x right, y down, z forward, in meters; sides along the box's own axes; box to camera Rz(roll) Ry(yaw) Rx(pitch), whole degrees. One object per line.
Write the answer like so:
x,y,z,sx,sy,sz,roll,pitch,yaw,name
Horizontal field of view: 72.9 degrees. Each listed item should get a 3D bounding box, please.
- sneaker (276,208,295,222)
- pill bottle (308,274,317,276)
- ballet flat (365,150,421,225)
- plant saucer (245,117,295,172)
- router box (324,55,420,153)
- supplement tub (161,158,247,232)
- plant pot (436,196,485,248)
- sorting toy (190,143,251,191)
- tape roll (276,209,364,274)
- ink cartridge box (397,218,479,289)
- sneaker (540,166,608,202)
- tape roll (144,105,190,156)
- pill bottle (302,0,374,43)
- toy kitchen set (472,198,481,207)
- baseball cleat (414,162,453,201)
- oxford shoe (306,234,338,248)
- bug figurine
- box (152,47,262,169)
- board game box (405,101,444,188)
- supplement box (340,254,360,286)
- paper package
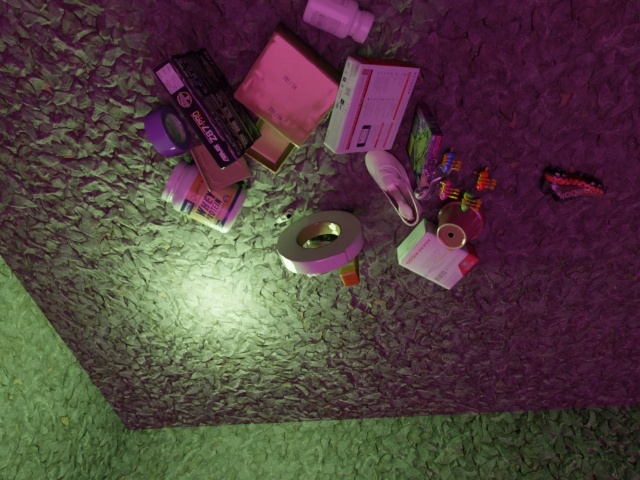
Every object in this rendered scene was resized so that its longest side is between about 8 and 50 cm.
-0.170,-0.111,2.046,0.109,0.044,0.040,-32,119,25,sneaker
-0.013,0.139,2.195,0.120,0.067,0.067,-29,118,22,pill bottle
0.330,-0.223,1.880,0.139,0.139,0.400,-27,119,21,ballet flat
-0.215,-0.410,1.839,0.188,0.045,0.188,32,121,-17,plant saucer
0.190,-0.499,1.624,0.300,0.082,0.336,-12,134,-36,router box
-0.505,-0.195,1.898,0.316,0.228,0.228,27,122,-15,supplement tub
0.601,-0.062,1.902,0.201,0.180,0.202,20,132,24,plant pot
-0.415,-0.324,1.815,0.038,0.208,0.193,-11,104,61,sorting toy
0.000,0.000,1.901,0.391,0.392,0.072,-9,124,10,tape roll
0.555,0.067,2.067,0.306,0.131,0.226,28,123,-13,ink cartridge box
1.071,-0.221,1.850,0.275,0.098,0.135,12,125,-2,sneaker
-0.618,-0.441,1.757,0.080,0.189,0.189,-17,122,14,tape roll
0.064,-0.783,1.506,0.229,0.131,0.131,20,124,-10,pill bottle
0.699,-0.140,1.974,0.068,0.075,0.084,-5,86,22,toy kitchen set
0.494,-0.255,1.892,0.205,0.072,0.109,-40,154,9,baseball cleat
0.043,0.002,2.100,0.226,0.083,0.096,4,143,2,oxford shoe
0.592,-0.246,1.816,0.278,0.072,0.217,23,85,-19,bug figurine
-0.396,-0.495,1.598,0.097,0.318,0.395,-25,113,22,box
0.387,-0.367,1.643,0.056,0.347,0.208,3,126,1,board game box
0.139,0.114,2.066,0.080,0.234,0.078,-17,122,11,supplement box
-0.116,-0.578,1.640,0.324,0.168,0.309,34,121,-19,paper package
